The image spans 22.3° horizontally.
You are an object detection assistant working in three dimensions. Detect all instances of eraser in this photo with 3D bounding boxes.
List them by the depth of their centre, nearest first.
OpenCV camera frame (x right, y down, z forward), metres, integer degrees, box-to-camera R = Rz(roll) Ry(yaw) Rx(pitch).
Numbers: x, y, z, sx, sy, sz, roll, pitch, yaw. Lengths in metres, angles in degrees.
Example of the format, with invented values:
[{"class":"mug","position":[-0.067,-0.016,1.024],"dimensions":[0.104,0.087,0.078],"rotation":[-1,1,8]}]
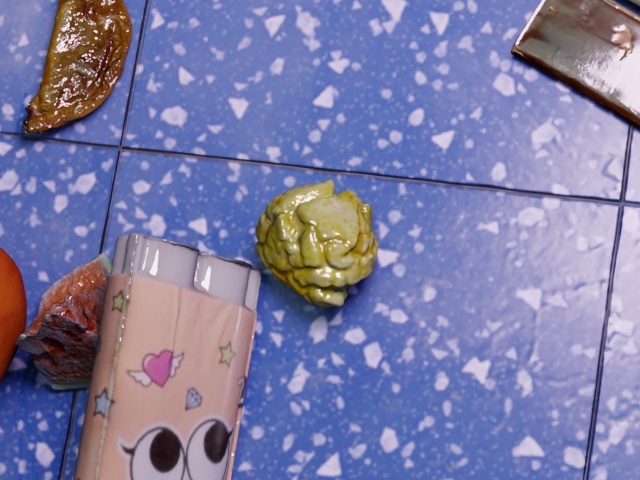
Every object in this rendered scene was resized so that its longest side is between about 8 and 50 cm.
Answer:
[{"class":"eraser","position":[-0.148,0.151,1.498],"dimensions":[0.087,0.171,0.290],"rotation":[0,77,41]}]

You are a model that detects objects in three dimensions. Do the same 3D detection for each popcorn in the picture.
[{"class":"popcorn","position":[0.000,0.000,1.526],"dimensions":[0.106,0.116,0.121],"rotation":[-44,27,-29]}]

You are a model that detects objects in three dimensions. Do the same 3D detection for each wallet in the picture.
[{"class":"wallet","position":[0.278,-0.172,1.536],"dimensions":[0.176,0.026,0.095],"rotation":[32,93,17]}]

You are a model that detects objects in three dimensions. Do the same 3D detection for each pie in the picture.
[{"class":"pie","position":[-0.240,-0.188,1.647],"dimensions":[0.088,0.033,0.191],"rotation":[11,76,6]}]

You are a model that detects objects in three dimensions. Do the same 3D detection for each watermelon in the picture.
[{"class":"watermelon","position":[-0.234,0.099,1.543],"dimensions":[0.098,0.158,0.121],"rotation":[-22,102,7]}]

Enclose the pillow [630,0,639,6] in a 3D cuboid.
[{"class":"pillow","position":[0.343,-0.258,1.524],"dimensions":[0.208,0.053,0.119],"rotation":[35,84,16]}]

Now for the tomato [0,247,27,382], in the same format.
[{"class":"tomato","position":[-0.403,0.087,1.550],"dimensions":[0.260,0.180,0.260],"rotation":[-3,75,11]}]
